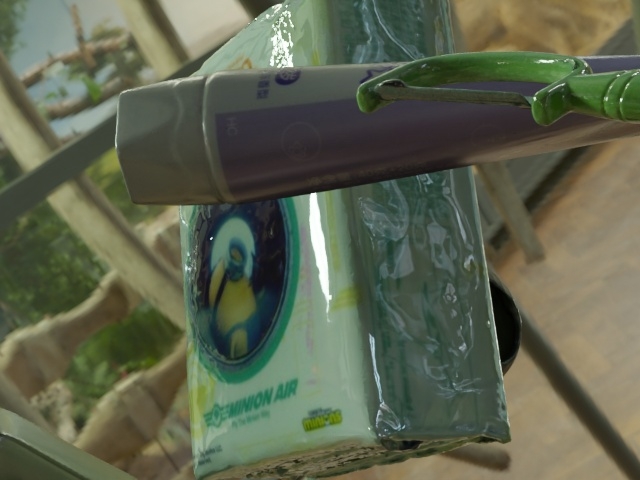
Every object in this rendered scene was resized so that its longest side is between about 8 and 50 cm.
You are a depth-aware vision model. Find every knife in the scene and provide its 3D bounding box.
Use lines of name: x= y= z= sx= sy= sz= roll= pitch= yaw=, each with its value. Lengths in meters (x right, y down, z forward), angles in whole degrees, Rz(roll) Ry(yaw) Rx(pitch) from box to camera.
knife: x=0.107 y=-0.042 z=0.312 sx=0.212 sy=0.015 sz=0.054 roll=9 pitch=26 yaw=42

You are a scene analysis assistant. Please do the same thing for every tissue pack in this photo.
tissue pack: x=0.000 y=0.000 z=0.972 sx=0.162 sy=0.388 sz=0.287 roll=6 pitch=-20 yaw=-34

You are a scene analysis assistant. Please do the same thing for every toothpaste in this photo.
toothpaste: x=0.071 y=-0.068 z=0.650 sx=0.371 sy=0.080 sz=0.125 roll=-3 pitch=-8 yaw=9

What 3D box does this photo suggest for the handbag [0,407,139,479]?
handbag: x=-0.258 y=0.284 z=0.986 sx=0.219 sy=0.256 sz=0.079 roll=-52 pitch=26 yaw=0

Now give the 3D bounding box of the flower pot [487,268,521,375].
flower pot: x=0.149 y=0.106 z=1.482 sx=0.157 sy=0.243 sz=0.189 roll=-28 pitch=41 yaw=60
